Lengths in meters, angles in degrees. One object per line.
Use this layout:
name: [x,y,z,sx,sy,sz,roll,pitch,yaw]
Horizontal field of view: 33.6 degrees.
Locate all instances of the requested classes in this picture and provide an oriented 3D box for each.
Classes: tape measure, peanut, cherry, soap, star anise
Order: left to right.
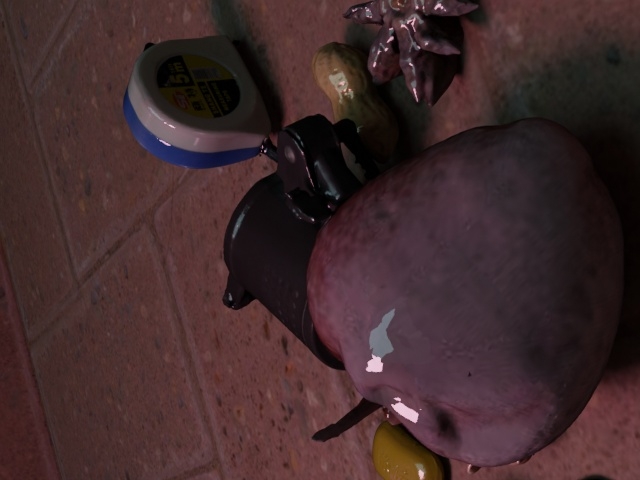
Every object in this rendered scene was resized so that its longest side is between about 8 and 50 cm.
tape measure: [-0.155,-0.154,1.568,0.351,0.215,0.098,60,144,27]
peanut: [0.047,-0.181,1.376,0.082,0.082,0.187,-44,62,52]
soap: [0.115,0.304,1.433,0.140,0.045,0.089,33,129,49]
star anise: [0.110,-0.280,1.236,0.229,0.093,0.236,65,146,22]
cherry: [0.158,0.058,1.072,0.335,0.291,0.326,-30,67,21]

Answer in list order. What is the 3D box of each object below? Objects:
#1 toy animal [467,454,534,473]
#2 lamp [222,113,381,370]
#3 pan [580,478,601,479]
toy animal: [0.221,0.200,1.210,0.089,0.083,0.150,40,116,18]
lamp: [0.018,0.041,1.359,0.272,0.205,0.374,52,154,24]
pan: [0.284,0.353,1.191,0.115,0.040,0.212,61,143,36]
